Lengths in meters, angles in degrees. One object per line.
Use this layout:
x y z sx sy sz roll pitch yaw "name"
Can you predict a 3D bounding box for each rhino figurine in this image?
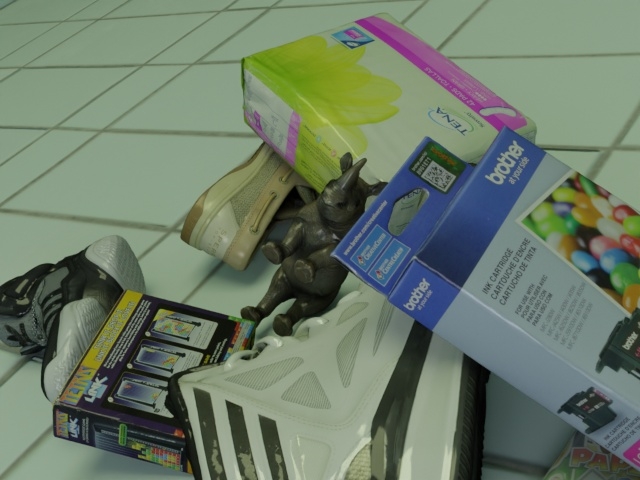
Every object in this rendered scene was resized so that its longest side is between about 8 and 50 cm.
0.000 0.000 0.952 0.073 0.243 0.106 42 49 15 "rhino figurine"

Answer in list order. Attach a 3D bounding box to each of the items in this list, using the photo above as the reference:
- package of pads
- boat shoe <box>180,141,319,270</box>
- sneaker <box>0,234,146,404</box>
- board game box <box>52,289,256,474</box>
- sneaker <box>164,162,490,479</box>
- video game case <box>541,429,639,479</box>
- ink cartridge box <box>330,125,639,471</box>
0.067 -0.138 1.129 0.229 0.101 0.296 -25 50 -28 "package of pads"
-0.047 -0.065 1.200 0.098 0.109 0.302 34 43 10 "boat shoe"
-0.283 0.101 1.047 0.153 0.101 0.268 -18 29 12 "sneaker"
-0.151 0.129 0.924 0.141 0.048 0.170 13 36 7 "board game box"
0.013 0.075 0.824 0.258 0.169 0.447 1 37 14 "sneaker"
0.239 0.213 0.647 0.227 0.026 0.206 11 40 40 "video game case"
0.181 0.033 0.719 0.311 0.065 0.186 32 47 8 "ink cartridge box"
